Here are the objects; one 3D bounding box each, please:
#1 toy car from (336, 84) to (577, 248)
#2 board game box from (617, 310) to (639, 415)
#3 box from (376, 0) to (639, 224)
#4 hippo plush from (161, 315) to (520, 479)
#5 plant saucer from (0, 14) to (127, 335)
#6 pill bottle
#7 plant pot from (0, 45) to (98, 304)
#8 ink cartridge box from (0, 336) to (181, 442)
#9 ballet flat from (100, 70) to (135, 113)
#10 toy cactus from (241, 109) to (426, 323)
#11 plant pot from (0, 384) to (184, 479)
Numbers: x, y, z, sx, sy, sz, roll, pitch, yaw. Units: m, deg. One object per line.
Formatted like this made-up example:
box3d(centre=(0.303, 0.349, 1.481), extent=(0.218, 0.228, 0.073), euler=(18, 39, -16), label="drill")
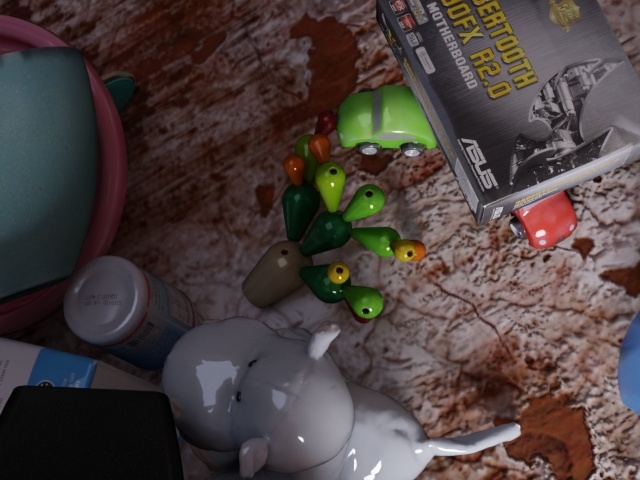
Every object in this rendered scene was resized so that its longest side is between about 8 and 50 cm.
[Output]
box3d(centre=(0.127, -0.113, 1.572), extent=(0.225, 0.053, 0.239), euler=(1, 71, 1), label="toy car")
box3d(centre=(0.341, 0.115, 1.455), extent=(0.169, 0.033, 0.133), euler=(35, 94, 34), label="board game box")
box3d(centre=(0.178, -0.152, 1.527), extent=(0.183, 0.056, 0.231), euler=(-22, 73, -6), label="box")
box3d(centre=(-0.030, 0.187, 1.476), extent=(0.294, 0.236, 0.234), euler=(23, 83, 29), label="hippo plush")
box3d(centre=(-0.340, -0.065, 1.744), extent=(0.332, 0.084, 0.332), euler=(-1, 87, 21), label="plant saucer")
box3d(centre=(-0.171, 0.076, 1.621), extent=(0.087, 0.160, 0.087), euler=(-8, 69, 21), label="pill bottle")
box3d(centre=(-0.324, -0.036, 1.550), extent=(0.290, 0.290, 0.195), euler=(-21, 89, 16), label="plant pot")
box3d(centre=(-0.307, 0.202, 1.617), extent=(0.270, 0.197, 0.198), euler=(11, 78, 26), label="ink cartridge box")
box3d(centre=(-0.269, -0.128, 1.797), extent=(0.168, 0.057, 0.052), euler=(-45, 51, 4), label="ballet flat")
box3d(centre=(0.000, 0.000, 1.622), extent=(0.180, 0.112, 0.219), euler=(-40, 62, 28), label="toy cactus")
box3d(centre=(-0.191, 0.220, 1.387), extent=(0.188, 0.188, 0.167), euler=(3, 63, -1), label="plant pot")
